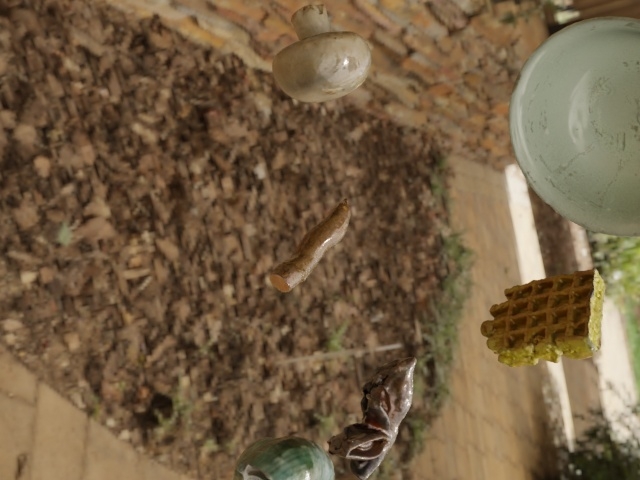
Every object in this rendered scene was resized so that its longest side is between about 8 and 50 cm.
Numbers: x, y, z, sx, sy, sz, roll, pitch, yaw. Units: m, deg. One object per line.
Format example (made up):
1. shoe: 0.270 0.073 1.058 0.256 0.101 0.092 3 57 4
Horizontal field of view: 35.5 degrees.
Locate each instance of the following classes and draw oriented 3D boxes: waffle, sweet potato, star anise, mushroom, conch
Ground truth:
1. waffle: 0.366 0.138 1.677 0.055 0.211 0.160 52 38 -31
2. sweet potato: 0.000 0.000 1.948 0.281 0.059 0.067 -48 170 -34
3. star anise: 0.098 0.323 1.831 0.198 0.111 0.257 87 28 -56
4. mushroom: -0.002 -0.384 2.034 0.204 0.204 0.204 -12 90 -69
5. conch: -0.081 0.458 1.939 0.220 0.277 0.195 26 90 -25

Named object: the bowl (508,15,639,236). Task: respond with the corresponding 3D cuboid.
1. bowl: 0.605 -0.240 1.953 0.196 0.435 0.434 -34 112 -49
